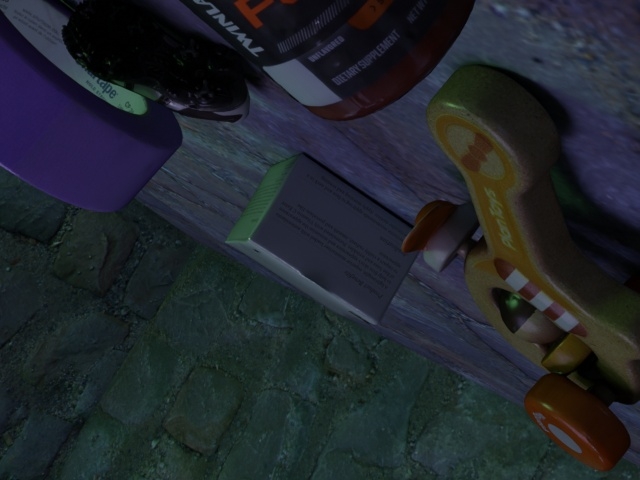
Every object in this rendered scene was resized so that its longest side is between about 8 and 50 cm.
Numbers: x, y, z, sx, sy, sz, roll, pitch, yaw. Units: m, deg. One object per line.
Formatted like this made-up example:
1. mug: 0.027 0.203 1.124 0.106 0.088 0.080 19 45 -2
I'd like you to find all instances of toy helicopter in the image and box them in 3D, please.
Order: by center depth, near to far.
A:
1. toy helicopter: 0.143 0.001 0.640 0.235 0.140 0.355 36 166 40

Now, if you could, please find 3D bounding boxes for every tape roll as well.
1. tape roll: -0.265 -0.154 0.843 0.275 0.090 0.275 42 -169 -11

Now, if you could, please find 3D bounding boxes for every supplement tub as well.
1. supplement tub: -0.031 -0.142 0.350 0.198 0.106 0.106 36 171 -33

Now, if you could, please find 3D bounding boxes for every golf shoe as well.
1. golf shoe: -0.152 -0.157 0.813 0.198 0.077 0.094 30 172 19

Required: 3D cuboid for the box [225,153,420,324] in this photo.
1. box: 0.000 0.000 1.051 0.181 0.119 0.182 34 172 -13
